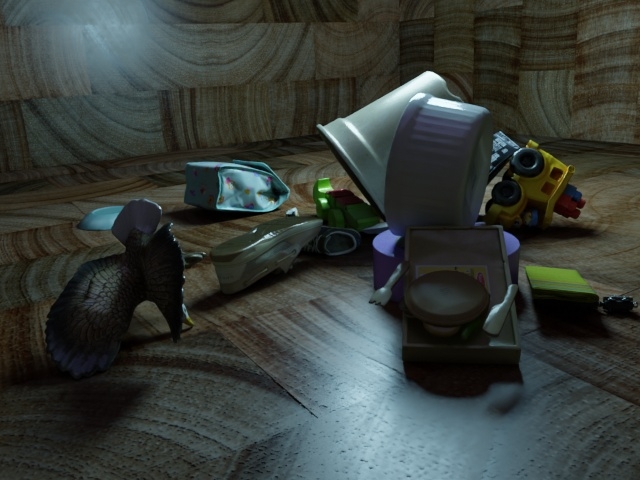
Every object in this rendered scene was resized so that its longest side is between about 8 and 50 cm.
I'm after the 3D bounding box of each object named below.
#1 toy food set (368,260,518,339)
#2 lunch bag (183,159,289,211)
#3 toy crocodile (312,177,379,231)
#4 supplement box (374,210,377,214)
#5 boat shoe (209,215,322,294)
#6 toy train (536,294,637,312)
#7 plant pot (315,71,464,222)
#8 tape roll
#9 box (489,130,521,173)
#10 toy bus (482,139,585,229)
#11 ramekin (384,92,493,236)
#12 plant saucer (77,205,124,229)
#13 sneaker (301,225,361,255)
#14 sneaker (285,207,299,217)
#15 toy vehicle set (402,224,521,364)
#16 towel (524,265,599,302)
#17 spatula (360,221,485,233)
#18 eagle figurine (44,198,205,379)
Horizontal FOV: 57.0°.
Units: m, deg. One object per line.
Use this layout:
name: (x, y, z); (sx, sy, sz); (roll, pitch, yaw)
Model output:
toy food set: (0.183, 0.092, 0.871); (0.192, 0.038, 0.132); (13, 39, 30)
lunch bag: (-0.254, -0.167, 1.818); (0.262, 0.160, 0.223); (-2, 9, -38)
toy crocodile: (0.063, -0.091, 1.587); (0.115, 0.105, 0.340); (-8, 18, -14)
supplement box: (0.184, -0.192, 1.679); (0.080, 0.233, 0.078); (4, 17, 38)
boat shoe: (-0.103, 0.023, 1.246); (0.109, 0.098, 0.302); (5, 21, 38)
toy train: (0.450, 0.105, 1.004); (0.158, 0.027, 0.036); (1, 6, 16)
plant pot: (0.209, -0.239, 1.467); (0.305, 0.333, 0.334); (-36, 17, 4)
tape roll: (0.239, 0.042, 1.141); (0.275, 0.090, 0.275); (-2, 16, 1)
box: (0.369, -0.144, 1.493); (0.076, 0.242, 0.307); (43, 31, 11)
toy bus: (0.534, -0.101, 1.457); (0.211, 0.220, 0.149); (32, -11, 13)
ramekin: (0.231, -0.131, 1.111); (0.135, 0.277, 0.277); (13, 22, 23)
plant saucer: (-0.628, -0.073, 1.770); (0.195, 0.037, 0.195); (-3, 17, 1)
sneaker: (0.000, 0.000, 1.360); (0.192, 0.064, 0.086); (0, 12, -1)
sneaker: (-0.080, -0.070, 1.683); (0.037, 0.031, 0.083); (-19, 13, -5)
toy vehicle set: (0.215, 0.075, 0.934); (0.166, 0.035, 0.266); (1, 42, 10)
towel: (0.422, 0.076, 1.053); (0.102, 0.021, 0.237); (6, 8, 15)
spatula: (0.230, -0.029, 1.327); (0.242, 0.019, 0.168); (-8, -15, 38)
eagle figurine: (-0.292, 0.072, 0.974); (0.225, 0.226, 0.298); (19, 13, 2)
